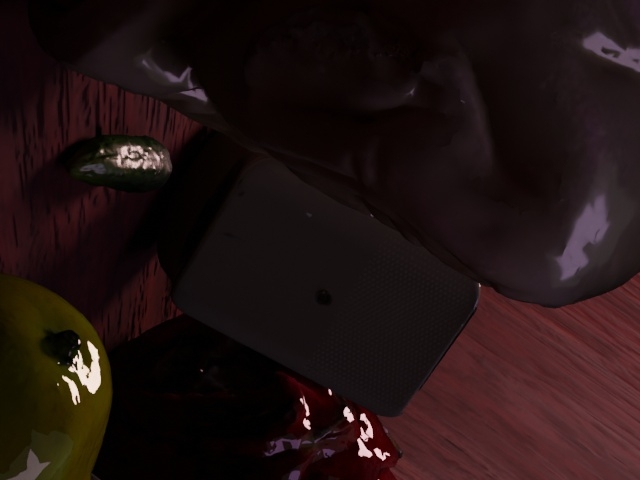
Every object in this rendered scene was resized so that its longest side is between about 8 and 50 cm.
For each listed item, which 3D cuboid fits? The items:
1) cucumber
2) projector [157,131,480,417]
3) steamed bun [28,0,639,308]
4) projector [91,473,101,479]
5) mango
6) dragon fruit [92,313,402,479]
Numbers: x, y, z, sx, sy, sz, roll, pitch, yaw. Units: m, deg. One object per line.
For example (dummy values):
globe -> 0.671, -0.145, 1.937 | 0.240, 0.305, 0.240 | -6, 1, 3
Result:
cucumber -> -0.120, -0.048, 1.168 | 0.039, 0.039, 0.168 | -55, 171, 7
projector -> 0.000, 0.000, 1.449 | 0.163, 0.242, 0.177 | -59, -171, 24
steamed bun -> 0.045, -0.134, 0.901 | 0.394, 0.347, 0.237 | 34, -81, 56
projector -> -0.217, 0.282, 1.447 | 0.099, 0.192, 0.256 | -46, 168, -48
mango -> -0.200, 0.115, 0.965 | 0.185, 0.149, 0.273 | -59, -178, -30
dragon fruit -> -0.081, 0.217, 1.616 | 0.329, 0.329, 0.329 | -53, 173, -10
